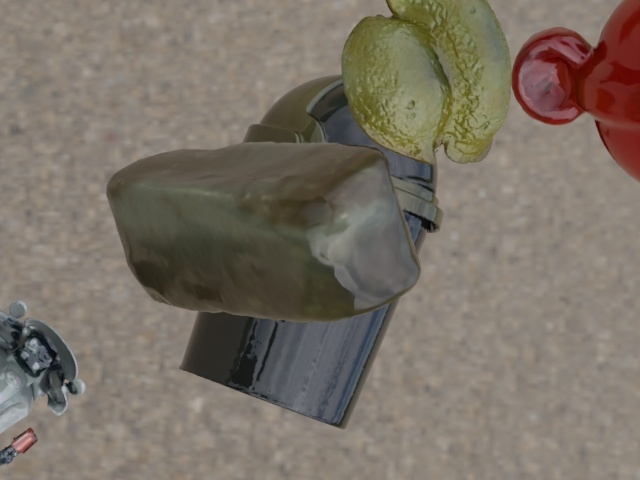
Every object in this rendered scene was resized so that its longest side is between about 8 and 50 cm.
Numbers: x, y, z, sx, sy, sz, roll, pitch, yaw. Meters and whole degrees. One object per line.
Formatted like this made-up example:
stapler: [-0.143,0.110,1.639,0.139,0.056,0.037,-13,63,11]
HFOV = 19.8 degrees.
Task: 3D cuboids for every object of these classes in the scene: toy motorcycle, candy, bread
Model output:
toy motorcycle: [-0.261,0.126,1.375,0.102,0.150,0.221,55,22,-12]
candy: [-0.042,-0.009,1.245,0.102,0.234,0.104,-36,118,-33]
bread: [0.084,-0.152,1.441,0.149,0.065,0.187,-5,82,-33]

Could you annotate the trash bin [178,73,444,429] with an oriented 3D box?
trash bin: [0.000,0.000,1.787,0.214,0.214,0.334,26,81,-41]

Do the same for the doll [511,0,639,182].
doll: [0.263,-0.064,0.786,0.160,0.363,0.182,-57,147,-65]
